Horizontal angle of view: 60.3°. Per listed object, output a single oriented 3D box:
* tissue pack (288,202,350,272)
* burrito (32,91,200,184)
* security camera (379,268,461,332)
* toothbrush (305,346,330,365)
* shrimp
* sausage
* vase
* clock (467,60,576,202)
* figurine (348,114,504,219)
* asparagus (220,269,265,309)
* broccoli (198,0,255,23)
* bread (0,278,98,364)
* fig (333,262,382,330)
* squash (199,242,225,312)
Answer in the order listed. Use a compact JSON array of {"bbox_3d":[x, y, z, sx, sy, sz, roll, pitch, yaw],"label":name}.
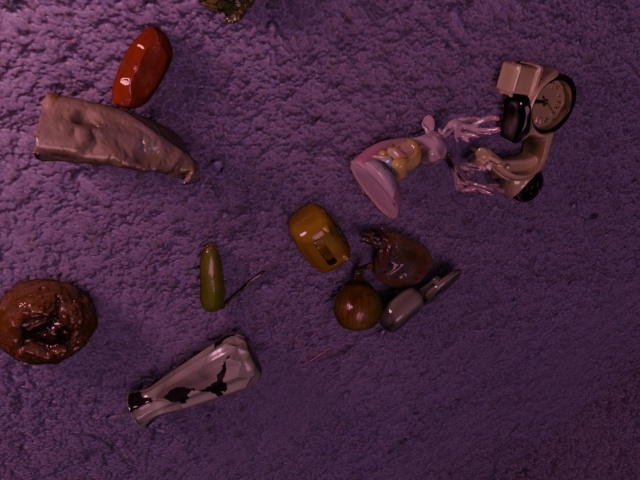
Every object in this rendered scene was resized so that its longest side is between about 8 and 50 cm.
[{"bbox_3d":[0.000,0.000,1.457,0.123,0.127,0.178,-34,125,2],"label":"tissue pack"},{"bbox_3d":[-0.409,-0.201,1.143,0.331,0.190,0.135,9,91,-31],"label":"burrito"},{"bbox_3d":[0.307,0.169,1.701,0.301,0.080,0.157,-34,159,-14],"label":"security camera"},{"bbox_3d":[-0.008,0.367,1.745,0.097,0.008,0.006,-35,140,-1],"label":"toothbrush"},{"bbox_3d":[0.206,0.053,1.607,0.317,0.077,0.168,26,109,-36],"label":"shrimp"},{"bbox_3d":[-0.362,-0.348,1.125,0.089,0.089,0.179,25,98,-32],"label":"sausage"},{"bbox_3d":[-0.350,0.396,1.543,0.360,0.165,0.165,-25,126,-2],"label":"vase"},{"bbox_3d":[0.549,-0.290,1.523,0.276,0.120,0.379,1,114,-27],"label":"clock"},{"bbox_3d":[0.281,-0.185,1.385,0.315,0.284,0.206,-36,128,-13],"label":"figurine"},{"bbox_3d":[-0.216,0.136,1.518,0.166,0.013,0.016,-40,115,3],"label":"asparagus"},{"bbox_3d":[-0.190,-0.500,1.083,0.130,0.120,0.131,38,134,-15],"label":"broccoli"},{"bbox_3d":[-0.655,0.200,1.311,0.230,0.123,0.230,-9,121,-15],"label":"bread"},{"bbox_3d":[0.103,0.172,1.609,0.142,0.148,0.186,-14,86,2],"label":"fig"},{"bbox_3d":[-0.283,0.099,1.439,0.066,0.066,0.201,-6,116,-19],"label":"squash"}]
